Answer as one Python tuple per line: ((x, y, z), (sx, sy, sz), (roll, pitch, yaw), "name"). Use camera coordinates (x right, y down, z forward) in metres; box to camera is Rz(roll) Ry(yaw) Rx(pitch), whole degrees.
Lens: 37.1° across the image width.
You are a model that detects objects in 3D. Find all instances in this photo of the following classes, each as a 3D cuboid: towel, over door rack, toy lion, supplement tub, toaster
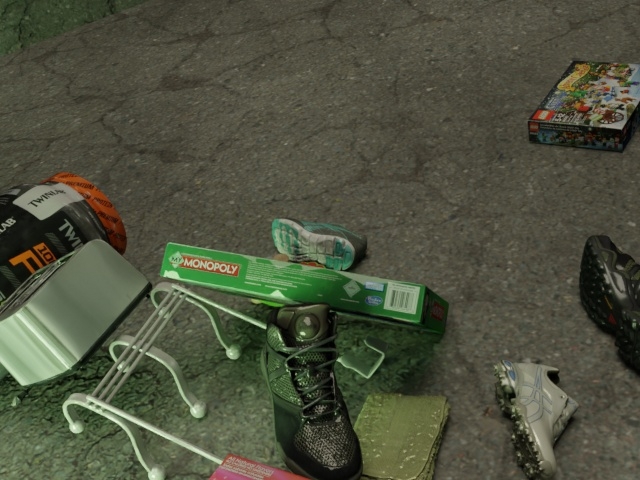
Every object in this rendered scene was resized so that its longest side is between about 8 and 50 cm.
((0.084, 0.230, 1.088), (0.110, 0.027, 0.148), (1, 37, 21), "towel")
((-0.109, 0.190, 1.160), (0.324, 0.108, 0.239), (15, 40, 14), "over door rack")
((-0.040, 0.062, 1.380), (0.096, 0.034, 0.100), (20, 45, 29), "toy lion")
((-0.447, 0.056, 1.360), (0.207, 0.207, 0.338), (12, 41, 32), "supplement tub")
((-0.329, 0.098, 1.203), (0.168, 0.110, 0.185), (-22, 24, 49), "toaster")

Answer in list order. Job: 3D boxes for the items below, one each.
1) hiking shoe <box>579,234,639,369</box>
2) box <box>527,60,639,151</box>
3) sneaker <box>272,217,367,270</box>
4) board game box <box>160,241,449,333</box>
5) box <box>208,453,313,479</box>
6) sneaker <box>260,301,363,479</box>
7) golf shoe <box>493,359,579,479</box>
((0.401, 0.073, 1.184), (0.114, 0.086, 0.227), (-3, 38, -9), "hiking shoe")
((0.472, -0.235, 1.632), (0.159, 0.044, 0.233), (11, 40, 31), "box")
((0.000, 0.000, 1.442), (0.166, 0.065, 0.076), (20, 29, 35), "sneaker")
((-0.011, 0.062, 1.192), (0.317, 0.046, 0.213), (9, -5, 16), "board game box")
((-0.004, 0.315, 0.900), (0.257, 0.128, 0.122), (9, 39, 31), "box")
((-0.013, 0.154, 1.027), (0.087, 0.130, 0.227), (-8, 42, -12), "sneaker")
((0.248, 0.193, 1.057), (0.086, 0.069, 0.176), (-5, 35, 1), "golf shoe")
